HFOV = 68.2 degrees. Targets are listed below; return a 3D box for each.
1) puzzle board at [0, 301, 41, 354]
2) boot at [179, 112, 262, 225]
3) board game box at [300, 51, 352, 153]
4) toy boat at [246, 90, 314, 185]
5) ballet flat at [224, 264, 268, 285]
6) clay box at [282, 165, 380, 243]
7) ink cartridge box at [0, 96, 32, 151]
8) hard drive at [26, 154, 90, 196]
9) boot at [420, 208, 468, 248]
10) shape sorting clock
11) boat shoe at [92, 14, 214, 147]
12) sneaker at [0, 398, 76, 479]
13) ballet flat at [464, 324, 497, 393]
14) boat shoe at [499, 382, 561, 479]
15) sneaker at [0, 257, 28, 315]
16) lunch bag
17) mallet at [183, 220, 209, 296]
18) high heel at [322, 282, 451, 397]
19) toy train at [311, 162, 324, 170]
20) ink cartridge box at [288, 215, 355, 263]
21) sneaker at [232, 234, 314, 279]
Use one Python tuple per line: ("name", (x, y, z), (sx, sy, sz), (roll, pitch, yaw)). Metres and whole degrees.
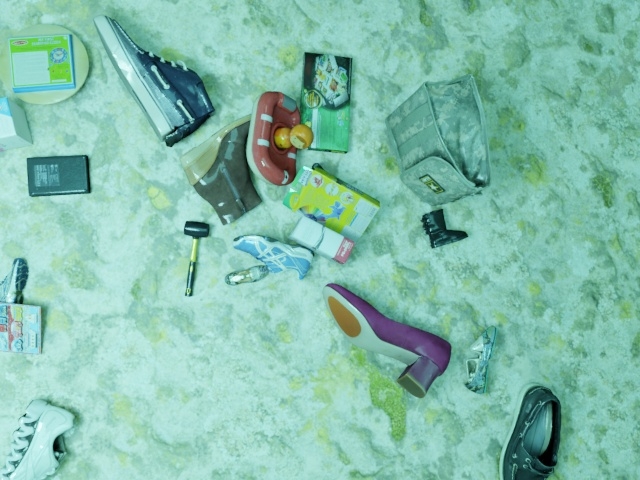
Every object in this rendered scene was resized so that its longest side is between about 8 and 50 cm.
("puzzle board", (-0.699, 0.205, 1.093), (0.096, 0.011, 0.128), (8, 108, -9))
("boot", (-0.210, -0.185, 1.207), (0.248, 0.090, 0.207), (-39, 108, -14))
("board game box", (0.013, -0.369, 1.269), (0.136, 0.030, 0.260), (4, 86, -12))
("toy boat", (-0.084, -0.250, 1.164), (0.151, 0.150, 0.232), (5, 86, 35))
("ballet flat", (-0.186, 0.091, 1.199), (0.114, 0.041, 0.041), (-14, 89, -11))
("clay box", (0.027, -0.096, 1.214), (0.221, 0.053, 0.128), (29, 114, -6))
("ink cartridge box", (-0.770, -0.260, 1.094), (0.143, 0.090, 0.092), (-14, 89, -9))
("hard drive", (-0.633, -0.157, 1.145), (0.135, 0.022, 0.095), (-5, 87, -10))
("boot", (0.339, -0.038, 1.298), (0.121, 0.045, 0.099), (-15, 86, -10))
("shape sorting clock", (-0.669, -0.427, 1.147), (0.205, 0.040, 0.207), (0, 87, -6))
("boat shoe", (-0.399, -0.411, 1.163), (0.158, 0.127, 0.341), (-33, 100, -17))
("sneaker", (-0.653, 0.515, 1.063), (0.118, 0.110, 0.293), (21, 83, -17))
("ballet flat", (0.431, 0.318, 1.282), (0.070, 0.070, 0.189), (15, 81, -9))
("boat shoe", (0.578, 0.564, 1.264), (0.127, 0.113, 0.341), (19, 83, -8))
("sneaker", (-0.727, 0.105, 1.099), (0.057, 0.052, 0.136), (10, 84, -5))
("lunch bag", (0.304, -0.231, 1.205), (0.168, 0.235, 0.288), (-16, 89, -16))
("mallet", (-0.310, 0.046, 1.185), (0.062, 0.039, 0.190), (0, 90, -6))
("high heel", (0.176, 0.221, 1.243), (0.377, 0.127, 0.181), (47, 52, 0))
("toy train", (0.034, -0.143, 1.253), (0.027, 0.036, 0.158), (-41, 94, -10))
("ink cartridge box", (0.000, 0.000, 1.201), (0.150, 0.109, 0.063), (28, 83, -7))
("sneaker", (-0.122, 0.039, 1.193), (0.210, 0.080, 0.081), (16, 81, -7))
